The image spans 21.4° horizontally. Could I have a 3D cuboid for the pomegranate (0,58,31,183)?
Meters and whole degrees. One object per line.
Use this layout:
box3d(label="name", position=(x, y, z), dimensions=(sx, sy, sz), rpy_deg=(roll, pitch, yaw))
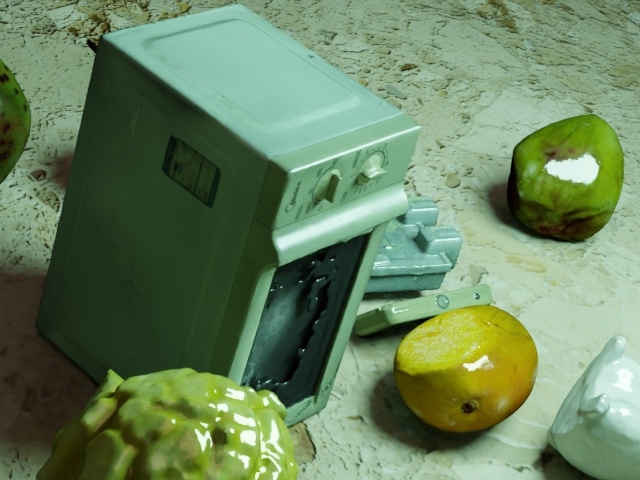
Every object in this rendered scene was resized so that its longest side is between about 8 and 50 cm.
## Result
box3d(label="pomegranate", position=(-0.424, -0.139, 1.854), dimensions=(0.202, 0.202, 0.248), rpy_deg=(7, 7, -17))

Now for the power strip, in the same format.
box3d(label="power strip", position=(0.120, 0.078, 1.877), dimensions=(0.169, 0.076, 0.028), rpy_deg=(-10, 81, -34))

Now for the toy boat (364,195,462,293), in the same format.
box3d(label="toy boat", position=(0.000, 0.000, 1.912), dimensions=(0.319, 0.092, 0.141), rpy_deg=(-2, 36, -27))

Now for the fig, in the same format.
box3d(label="fig", position=(0.313, -0.082, 2.130), dimensions=(0.154, 0.165, 0.144), rpy_deg=(43, -6, -11))

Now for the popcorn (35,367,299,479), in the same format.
box3d(label="popcorn", position=(-0.120, 0.214, 1.393), dimensions=(0.249, 0.249, 0.225), rpy_deg=(13, 46, -7))

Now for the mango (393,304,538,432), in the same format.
box3d(label="mango", position=(0.159, 0.133, 1.789), dimensions=(0.141, 0.102, 0.217), rpy_deg=(1, 22, 22))

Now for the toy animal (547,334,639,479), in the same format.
box3d(label="toy animal", position=(0.382, 0.211, 1.739), dimensions=(0.282, 0.138, 0.140), rpy_deg=(19, 28, 0))

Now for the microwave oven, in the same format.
box3d(label="microwave oven", position=(-0.091, -0.012, 1.643), dimensions=(0.286, 0.355, 0.218), rpy_deg=(37, 37, 28))
